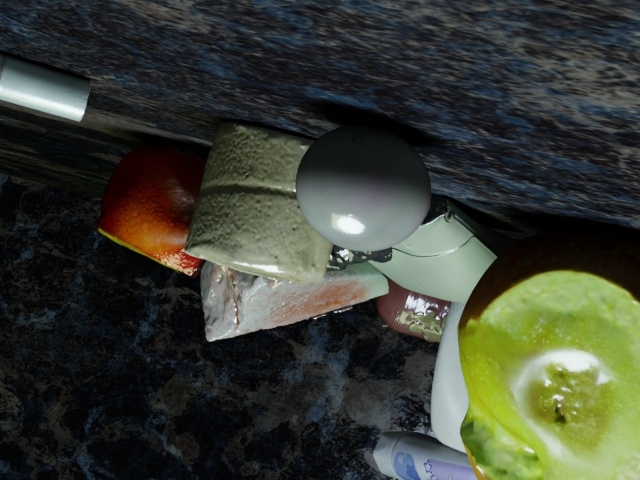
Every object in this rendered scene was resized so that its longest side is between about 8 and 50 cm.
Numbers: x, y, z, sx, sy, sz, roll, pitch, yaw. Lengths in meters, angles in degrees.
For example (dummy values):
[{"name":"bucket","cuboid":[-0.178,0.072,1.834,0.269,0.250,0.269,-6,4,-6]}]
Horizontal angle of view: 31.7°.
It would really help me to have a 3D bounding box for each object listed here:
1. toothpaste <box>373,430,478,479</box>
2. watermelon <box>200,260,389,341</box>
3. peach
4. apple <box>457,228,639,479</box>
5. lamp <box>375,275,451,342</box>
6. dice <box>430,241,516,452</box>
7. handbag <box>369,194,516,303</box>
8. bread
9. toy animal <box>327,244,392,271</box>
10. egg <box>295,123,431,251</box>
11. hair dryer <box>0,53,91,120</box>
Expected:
[{"name":"toothpaste","cuboid":[0.212,0.331,1.645,0.125,0.080,0.371,21,166,-31]},{"name":"watermelon","cuboid":[-0.066,0.021,1.573,0.310,0.232,0.193,41,141,3]},{"name":"peach","cuboid":[-0.200,-0.045,1.440,0.154,0.159,0.267,21,178,-10]},{"name":"apple","cuboid":[0.318,0.174,1.252,0.384,0.374,0.374,19,176,-17]},{"name":"lamp","cuboid":[0.191,0.088,1.852,0.258,0.180,0.180,14,177,0]},{"name":"dice","cuboid":[0.341,0.177,1.596,0.304,0.304,0.277,14,177,22]},{"name":"handbag","cuboid":[0.098,-0.028,1.386,0.241,0.109,0.315,10,162,41]},{"name":"bread","cuboid":[-0.048,-0.033,1.132,0.134,0.141,0.148,13,178,41]},{"name":"toy animal","cuboid":[0.000,0.000,1.296,0.148,0.084,0.232,27,161,-8]},{"name":"egg","cuboid":[0.036,-0.042,0.920,0.103,0.103,0.135,13,179,30]},{"name":"hair dryer","cuboid":[-0.316,-0.160,1.114,0.155,0.044,0.183,17,-179,-20]}]
